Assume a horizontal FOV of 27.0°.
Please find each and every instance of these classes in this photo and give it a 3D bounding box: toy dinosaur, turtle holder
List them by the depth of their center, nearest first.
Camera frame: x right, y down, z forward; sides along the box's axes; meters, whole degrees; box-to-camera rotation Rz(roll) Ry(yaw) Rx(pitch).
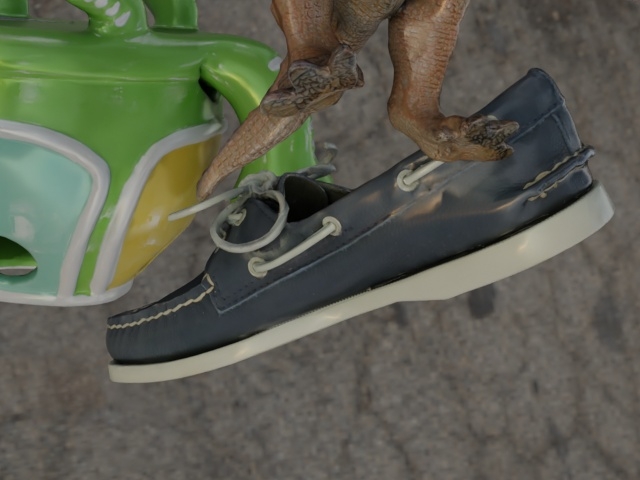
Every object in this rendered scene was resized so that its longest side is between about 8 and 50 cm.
[{"bbox_3d":[0.016,-0.152,0.496,0.127,0.295,0.200,-5,52,-26],"label":"toy dinosaur"},{"bbox_3d":[-0.166,-0.075,0.969,0.320,0.243,0.227,1,101,-16],"label":"turtle holder"}]

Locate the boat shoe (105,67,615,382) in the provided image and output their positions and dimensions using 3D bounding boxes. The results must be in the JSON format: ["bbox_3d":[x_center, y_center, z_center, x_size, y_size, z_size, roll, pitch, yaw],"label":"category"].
[{"bbox_3d":[0.000,0.000,0.592,0.095,0.255,0.079,-34,101,-58],"label":"boat shoe"}]
